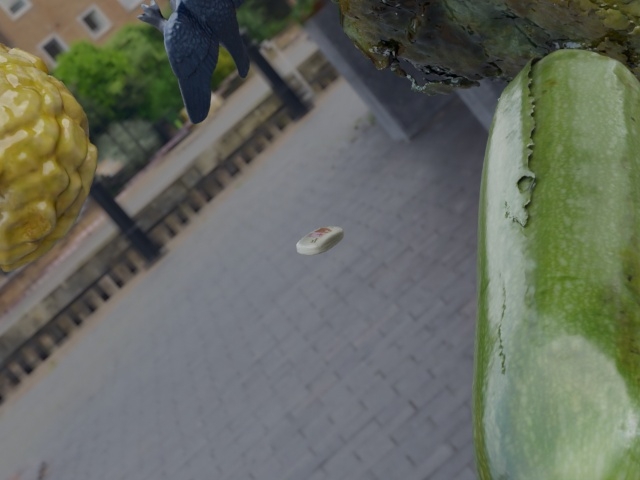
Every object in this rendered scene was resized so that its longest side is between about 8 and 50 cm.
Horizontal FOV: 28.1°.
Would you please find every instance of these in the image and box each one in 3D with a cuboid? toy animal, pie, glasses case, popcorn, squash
[{"bbox_3d":[-0.135,-0.270,1.507,0.176,0.255,0.239,7,68,45],"label":"toy animal"},{"bbox_3d":[0.176,-0.179,1.086,0.296,0.371,0.078,66,-135,-64],"label":"pie"},{"bbox_3d":[0.000,0.000,1.508,0.032,0.021,0.083,5,19,26],"label":"glasses case"},{"bbox_3d":[-0.246,-0.056,0.896,0.180,0.170,0.180,-54,9,13],"label":"popcorn"},{"bbox_3d":[0.083,0.008,0.401,0.069,0.069,0.239,-35,23,28],"label":"squash"}]
